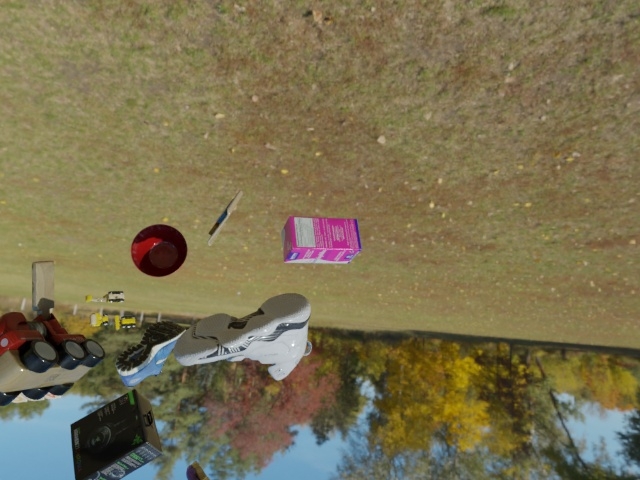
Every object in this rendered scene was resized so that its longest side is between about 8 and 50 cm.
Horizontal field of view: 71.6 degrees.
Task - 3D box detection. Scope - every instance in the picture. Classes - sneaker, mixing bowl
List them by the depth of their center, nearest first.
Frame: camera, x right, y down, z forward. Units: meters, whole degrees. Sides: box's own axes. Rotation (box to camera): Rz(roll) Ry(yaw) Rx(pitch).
[{"bbox_3d":[-0.188,0.290,1.189,0.366,0.210,0.137,-18,-147,-16],"label":"sneaker"},{"bbox_3d":[-0.545,0.042,1.525,0.182,0.181,0.098,8,167,-8],"label":"mixing bowl"},{"bbox_3d":[-0.661,0.443,1.750,0.130,0.147,0.330,21,-147,18],"label":"sneaker"}]

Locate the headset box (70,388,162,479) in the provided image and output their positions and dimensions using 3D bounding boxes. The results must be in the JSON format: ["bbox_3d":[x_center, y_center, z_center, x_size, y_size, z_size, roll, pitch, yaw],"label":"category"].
[{"bbox_3d":[-0.754,0.739,1.661,0.283,0.246,0.131,-28,136,-10],"label":"headset box"}]

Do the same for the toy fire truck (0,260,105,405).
[{"bbox_3d":[-0.574,0.171,0.889,0.246,0.158,0.217,47,179,15],"label":"toy fire truck"}]

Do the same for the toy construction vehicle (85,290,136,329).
[{"bbox_3d":[-0.470,0.159,0.993,0.035,0.085,0.098,-26,160,38],"label":"toy construction vehicle"}]

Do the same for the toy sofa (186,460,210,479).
[{"bbox_3d":[-0.234,0.646,0.920,0.150,0.362,0.177,-33,-138,-30],"label":"toy sofa"}]

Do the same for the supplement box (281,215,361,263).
[{"bbox_3d":[0.000,0.000,1.363,0.220,0.113,0.111,2,154,-18],"label":"supplement box"}]

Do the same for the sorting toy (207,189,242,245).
[{"bbox_3d":[-0.406,-0.099,1.865,0.038,0.193,0.208,32,122,-11],"label":"sorting toy"}]

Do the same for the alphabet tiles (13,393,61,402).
[{"bbox_3d":[-0.967,0.448,1.404,0.285,0.021,0.277,-6,137,-1],"label":"alphabet tiles"}]
